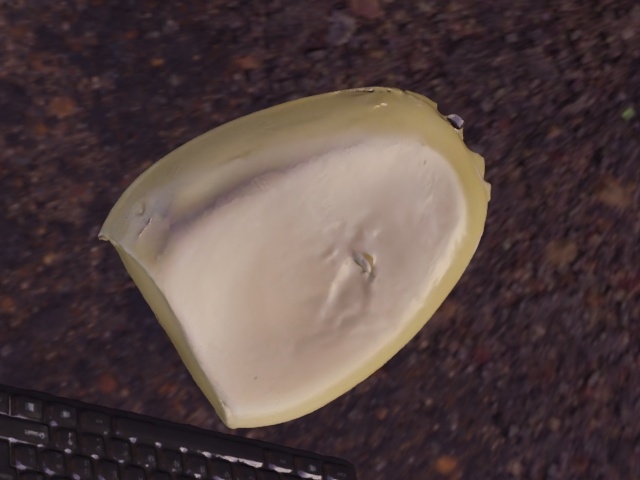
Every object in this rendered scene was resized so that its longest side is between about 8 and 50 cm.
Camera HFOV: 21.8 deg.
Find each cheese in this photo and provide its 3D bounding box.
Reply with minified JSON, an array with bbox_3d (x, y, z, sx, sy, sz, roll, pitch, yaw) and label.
[{"bbox_3d":[0.000,0.000,1.382,0.316,0.128,0.259,-32,119,-10],"label":"cheese"}]

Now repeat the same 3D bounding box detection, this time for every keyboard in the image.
[{"bbox_3d":[-0.109,0.115,0.750,0.309,0.101,0.018,16,134,-28],"label":"keyboard"}]
